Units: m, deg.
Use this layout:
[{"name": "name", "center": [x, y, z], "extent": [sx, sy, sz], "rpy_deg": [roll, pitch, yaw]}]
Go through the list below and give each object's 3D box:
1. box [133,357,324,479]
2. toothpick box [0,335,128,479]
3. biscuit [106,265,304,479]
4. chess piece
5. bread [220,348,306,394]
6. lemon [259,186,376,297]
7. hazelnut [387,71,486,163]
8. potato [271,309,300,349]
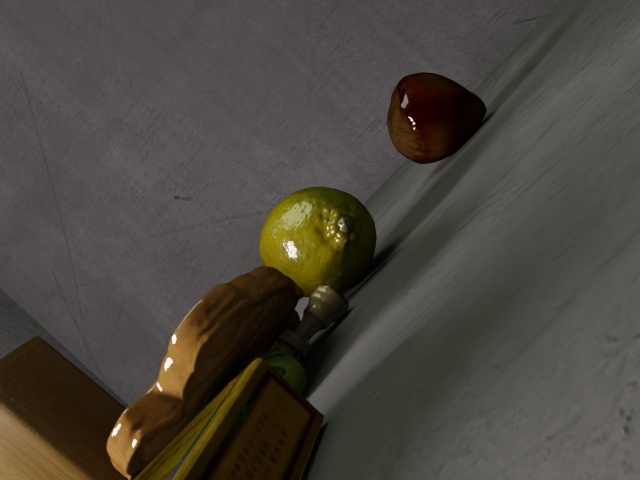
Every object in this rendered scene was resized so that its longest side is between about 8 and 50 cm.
[{"name": "box", "center": [-0.115, 0.225, 0.458], "extent": [0.193, 0.084, 0.301], "rpy_deg": [-47, 2, 19]}, {"name": "toothpick box", "center": [-0.367, 0.307, 0.984], "extent": [0.190, 0.308, 0.187], "rpy_deg": [-48, 1, 22]}, {"name": "biscuit", "center": [-0.134, 0.166, 0.853], "extent": [0.312, 0.057, 0.351], "rpy_deg": [-53, -11, -7]}, {"name": "chess piece", "center": [-0.032, 0.138, 0.913], "extent": [0.172, 0.060, 0.060], "rpy_deg": [-50, 3, -23]}, {"name": "bread", "center": [-0.072, 0.176, 0.773], "extent": [0.130, 0.071, 0.139], "rpy_deg": [-51, 1, 7]}, {"name": "lemon", "center": [0.000, 0.000, 1.092], "extent": [0.184, 0.184, 0.248], "rpy_deg": [-48, 8, -32]}, {"name": "hazelnut", "center": [0.244, -0.259, 1.417], "extent": [0.208, 0.208, 0.208], "rpy_deg": [-47, 2, 2]}, {"name": "potato", "center": [-0.065, 0.153, 1.164], "extent": [0.103, 0.066, 0.096], "rpy_deg": [-172, 102, -77]}]
